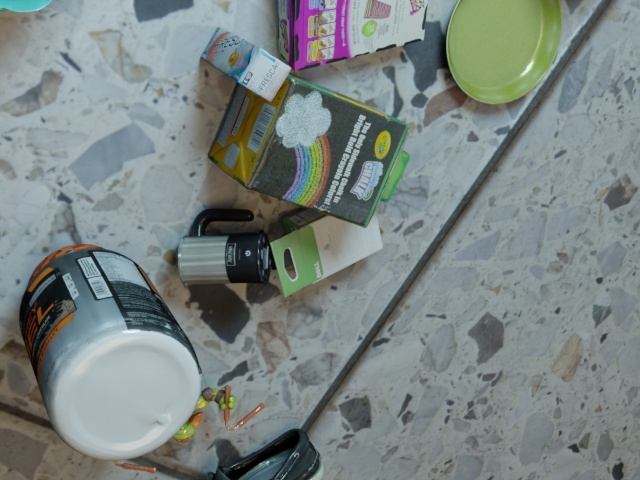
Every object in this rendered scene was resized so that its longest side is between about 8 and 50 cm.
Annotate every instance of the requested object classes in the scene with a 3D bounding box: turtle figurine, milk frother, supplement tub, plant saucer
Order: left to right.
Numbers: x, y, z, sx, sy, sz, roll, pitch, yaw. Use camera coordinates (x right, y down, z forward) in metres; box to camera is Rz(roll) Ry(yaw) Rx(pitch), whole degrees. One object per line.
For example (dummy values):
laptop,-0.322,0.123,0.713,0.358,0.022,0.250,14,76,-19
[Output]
supplement tub,-0.312,0.141,1.311,0.207,0.338,0.207,-10,115,-22
turtle figurine,-0.243,0.256,1.547,0.269,0.087,0.217,-18,111,-9
milk frother,-0.145,0.026,1.498,0.134,0.129,0.143,-1,150,10
plant saucer,0.313,-0.359,1.594,0.240,0.037,0.241,-10,115,-22

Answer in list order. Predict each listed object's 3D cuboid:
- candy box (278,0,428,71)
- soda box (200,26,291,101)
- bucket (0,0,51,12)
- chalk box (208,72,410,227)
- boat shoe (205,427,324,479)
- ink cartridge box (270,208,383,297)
candy box,0.052,-0.367,1.412,0.233,0.071,0.159,-17,138,-19
soda box,-0.112,-0.259,1.334,0.063,0.183,0.058,28,97,-32
bucket,-0.386,-0.430,1.123,0.281,0.183,0.281,-11,116,-23
chalk box,0.005,-0.145,1.448,0.289,0.179,0.180,18,101,-33
boat shoe,-0.151,0.447,1.652,0.340,0.127,0.113,-23,118,-18
ink cartridge box,0.000,0.000,1.558,0.209,0.062,0.109,-26,121,-24
